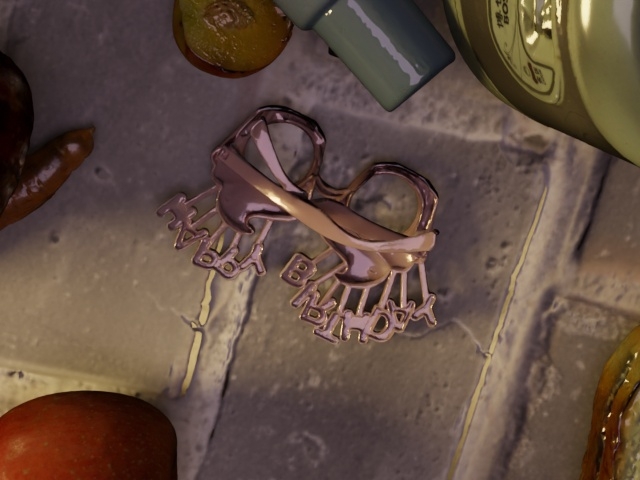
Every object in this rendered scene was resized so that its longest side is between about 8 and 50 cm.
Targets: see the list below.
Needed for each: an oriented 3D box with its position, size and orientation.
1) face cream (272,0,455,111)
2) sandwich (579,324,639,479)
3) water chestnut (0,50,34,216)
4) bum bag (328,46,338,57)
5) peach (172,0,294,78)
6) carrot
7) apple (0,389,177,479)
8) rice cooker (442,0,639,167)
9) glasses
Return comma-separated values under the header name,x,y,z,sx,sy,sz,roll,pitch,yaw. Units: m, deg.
name,x,y,z,sx,sy,sz,roll,pitch,yaw
face cream,-0.046,-0.263,1.115,0.135,0.086,0.385,-40,91,9
sandwich,0.378,0.206,1.300,0.301,0.099,0.271,9,102,-4
water chestnut,-0.358,-0.081,1.089,0.289,0.244,0.289,12,122,19
bum bag,0.030,-0.198,1.178,0.058,0.034,0.124,-7,108,-1
peach,-0.074,-0.172,1.166,0.098,0.061,0.098,3,81,-22
carrot,-0.285,-0.022,1.203,0.248,0.059,0.059,-28,107,2
apple,-0.202,0.215,1.220,0.168,0.181,0.181,-1,108,-4
rice cooker,0.245,-0.195,1.070,0.288,0.277,0.288,-8,112,-20
glasses,-0.003,0.003,1.211,0.255,0.095,0.162,28,112,-10
